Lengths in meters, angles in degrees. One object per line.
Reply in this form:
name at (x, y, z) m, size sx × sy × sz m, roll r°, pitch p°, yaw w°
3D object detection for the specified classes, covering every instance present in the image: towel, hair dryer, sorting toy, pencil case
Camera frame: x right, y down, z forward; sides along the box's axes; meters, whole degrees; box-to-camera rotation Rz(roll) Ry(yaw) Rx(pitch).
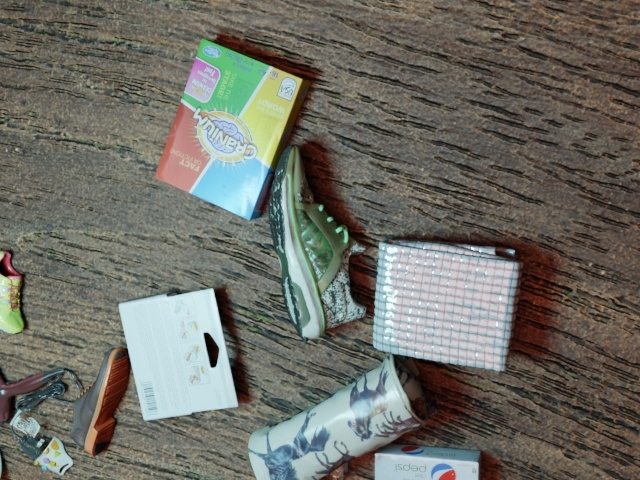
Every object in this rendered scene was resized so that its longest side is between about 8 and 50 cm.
towel at (0.253, 0.118, 1.637) m, size 0.283 × 0.121 × 0.235 m, roll 6°, pitch 96°, yaw 16°
hair dryer at (-0.729, 0.359, 1.973) m, size 0.293 × 0.080 × 0.224 m, roll 32°, pitch 88°, yaw 4°
sorting toy at (-0.640, 0.531, 1.976) m, size 0.075 × 0.045 × 0.083 m, roll 38°, pitch 106°, yaw -11°
pencil case at (0.033, 0.388, 1.699) m, size 0.410 × 0.183 × 0.160 m, roll -34°, pitch 82°, yaw 19°

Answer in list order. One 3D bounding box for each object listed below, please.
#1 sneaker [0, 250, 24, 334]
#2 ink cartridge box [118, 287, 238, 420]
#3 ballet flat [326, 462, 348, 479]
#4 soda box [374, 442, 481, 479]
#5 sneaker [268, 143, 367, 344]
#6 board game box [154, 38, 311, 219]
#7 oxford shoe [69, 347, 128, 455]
sneaker at (-0.740, 0.119, 1.930) m, size 0.094 × 0.081 × 0.208 m, roll -22°, pitch 90°, yaw 15°
ink cartridge box at (-0.311, 0.250, 1.837) m, size 0.239 × 0.060 × 0.275 m, roll -11°, pitch 93°, yaw 15°
ballet flat at (0.033, 0.517, 1.783) m, size 0.041 × 0.041 × 0.114 m, roll 17°, pitch 100°, yaw 13°
soda box at (0.225, 0.474, 1.709) m, size 0.216 × 0.069 × 0.074 m, roll 1°, pitch 97°, yaw 16°
sneaker at (0.000, 0.000, 1.708) m, size 0.182 × 0.158 × 0.410 m, roll -9°, pitch 92°, yaw -15°
board game box at (-0.189, -0.235, 1.743) m, size 0.242 × 0.064 × 0.317 m, roll 24°, pitch 102°, yaw 12°
oxford shoe at (-0.520, 0.361, 1.891) m, size 0.098 × 0.097 × 0.271 m, roll 23°, pitch 102°, yaw 18°
